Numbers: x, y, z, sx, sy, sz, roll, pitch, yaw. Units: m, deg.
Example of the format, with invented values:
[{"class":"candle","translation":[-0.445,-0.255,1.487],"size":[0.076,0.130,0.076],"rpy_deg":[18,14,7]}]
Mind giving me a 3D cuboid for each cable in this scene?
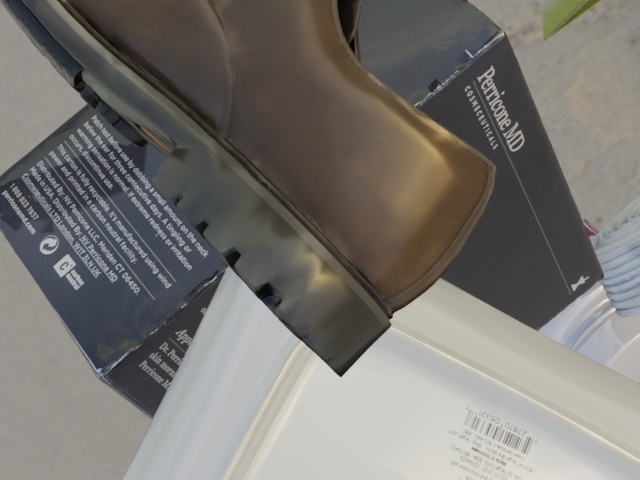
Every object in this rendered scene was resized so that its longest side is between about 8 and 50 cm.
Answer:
[{"class":"cable","translation":[0.385,-0.029,1.436],"size":[0.089,0.257,0.257],"rpy_deg":[52,147,-1]}]

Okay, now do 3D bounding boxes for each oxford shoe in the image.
[{"class":"oxford shoe","translation":[-0.036,-0.070,0.433],"size":[0.096,0.083,0.227],"rpy_deg":[-44,74,-1]}]

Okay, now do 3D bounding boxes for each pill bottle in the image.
[{"class":"pill bottle","translation":[0.276,0.048,1.672],"size":[0.283,0.160,0.160],"rpy_deg":[48,132,29]}]

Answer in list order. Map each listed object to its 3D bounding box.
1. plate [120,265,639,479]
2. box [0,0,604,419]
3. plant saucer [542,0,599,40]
[{"class":"plate","translation":[0.040,0.156,0.621],"size":[0.277,0.278,0.045],"rpy_deg":[28,168,-4]},{"class":"box","translation":[0.000,0.000,0.995],"size":[0.179,0.312,0.343],"rpy_deg":[49,177,34]},{"class":"plant saucer","translation":[0.378,-0.356,1.866],"size":[0.045,0.188,0.188],"rpy_deg":[53,167,2]}]
